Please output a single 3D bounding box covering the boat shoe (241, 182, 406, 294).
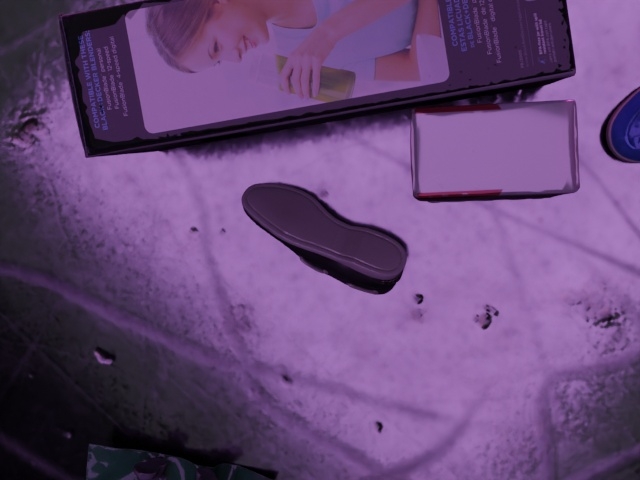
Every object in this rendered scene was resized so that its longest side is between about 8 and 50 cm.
[{"bbox_3d":[0.000,0.000,0.737,0.125,0.038,0.046,23,53,4],"label":"boat shoe"}]

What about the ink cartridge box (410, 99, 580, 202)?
[{"bbox_3d":[0.109,-0.055,0.673,0.099,0.135,0.056,-2,91,6],"label":"ink cartridge box"}]

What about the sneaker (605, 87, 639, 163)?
[{"bbox_3d":[0.264,-0.092,0.677,0.152,0.084,0.058,-18,92,8],"label":"sneaker"}]

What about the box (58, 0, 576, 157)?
[{"bbox_3d":[0.002,-0.120,0.665,0.289,0.169,0.087,-9,96,6],"label":"box"}]

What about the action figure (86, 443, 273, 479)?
[{"bbox_3d":[-0.125,0.275,0.763,0.137,0.063,0.232,12,99,2],"label":"action figure"}]
